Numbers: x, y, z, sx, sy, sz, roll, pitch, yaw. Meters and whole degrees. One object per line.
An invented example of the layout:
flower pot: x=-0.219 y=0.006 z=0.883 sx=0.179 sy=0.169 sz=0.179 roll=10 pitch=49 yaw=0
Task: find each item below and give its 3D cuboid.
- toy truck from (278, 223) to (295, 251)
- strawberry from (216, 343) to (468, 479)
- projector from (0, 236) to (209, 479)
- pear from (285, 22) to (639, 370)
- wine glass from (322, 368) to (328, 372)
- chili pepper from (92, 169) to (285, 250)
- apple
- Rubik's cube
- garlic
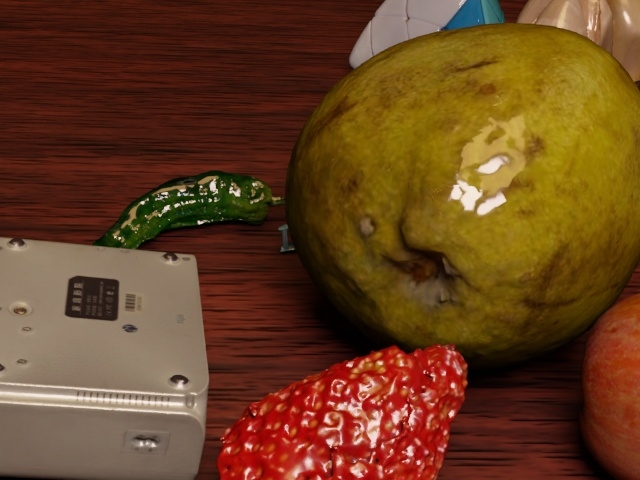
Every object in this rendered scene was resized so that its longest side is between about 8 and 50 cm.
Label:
toy truck: x=0.000 y=0.000 z=1.179 sx=0.090 sy=0.056 sz=0.073 roll=11 pitch=29 yaw=33
strawberry: x=0.021 y=0.167 z=0.822 sx=0.228 sy=0.098 sz=0.174 roll=-31 pitch=48 yaw=6
projector: x=-0.207 y=0.096 z=0.929 sx=0.198 sy=0.108 sz=0.250 roll=6 pitch=30 yaw=-13
pear: x=0.147 y=-0.041 z=1.012 sx=0.352 sy=0.352 sz=0.413 roll=16 pitch=27 yaw=16
wine glass: x=0.052 y=0.179 z=0.908 sx=0.073 sy=0.073 sz=0.155 roll=-19 pitch=43 yaw=-30
chili pepper: x=-0.139 y=-0.033 z=1.198 sx=0.279 sy=0.065 sz=0.122 roll=-18 pitch=49 yaw=-26
apple: x=0.310 y=0.133 z=0.902 sx=0.174 sy=0.188 sz=0.188 roll=9 pitch=34 yaw=20
Rubik's cube: x=0.207 y=-0.312 z=1.502 sx=0.254 sy=0.254 sz=0.254 roll=3 pitch=35 yaw=-2
garlic: x=0.364 y=-0.296 z=1.520 sx=0.281 sy=0.203 sz=0.184 roll=-25 pitch=26 yaw=-31
